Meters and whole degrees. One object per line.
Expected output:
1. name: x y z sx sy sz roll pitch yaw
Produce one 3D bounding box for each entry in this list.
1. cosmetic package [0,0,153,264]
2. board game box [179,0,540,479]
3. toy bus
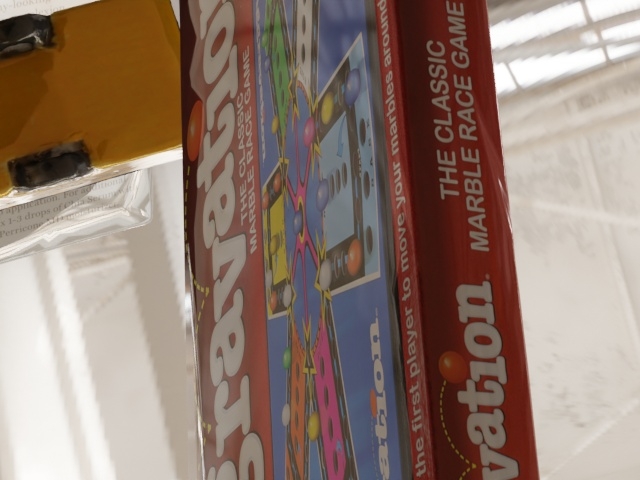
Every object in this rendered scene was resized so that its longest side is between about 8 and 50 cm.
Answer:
1. cosmetic package: -0.269 -0.210 1.319 0.161 0.230 0.453 44 -40 43
2. board game box: 0.000 0.000 0.396 0.027 0.145 0.281 6 -116 -21
3. toy bus: -0.243 -0.067 1.045 0.332 0.130 0.108 -17 -89 -4
